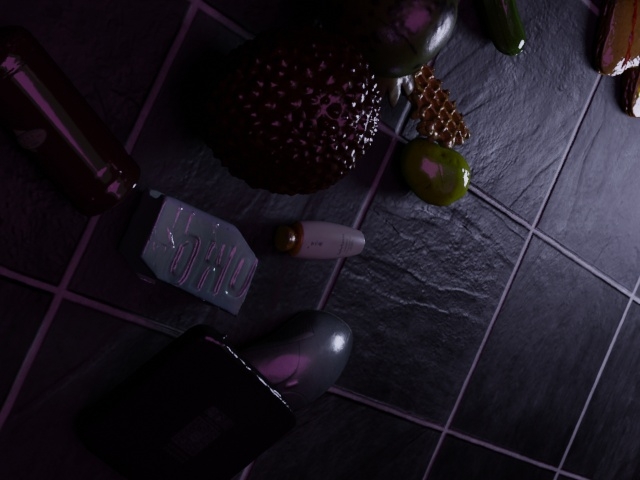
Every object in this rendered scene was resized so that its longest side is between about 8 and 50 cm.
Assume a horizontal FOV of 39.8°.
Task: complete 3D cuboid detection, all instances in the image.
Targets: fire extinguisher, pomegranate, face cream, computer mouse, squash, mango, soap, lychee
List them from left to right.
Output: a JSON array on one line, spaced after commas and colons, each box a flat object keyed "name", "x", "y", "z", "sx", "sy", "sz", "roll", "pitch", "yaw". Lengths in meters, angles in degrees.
[{"name": "fire extinguisher", "x": -0.397, "y": -0.181, "z": 1.215, "sx": 0.135, "sy": 0.114, "sz": 0.337, "roll": -39, "pitch": 125, "yaw": -8}, {"name": "soap", "x": -0.204, "y": 0.025, "z": 1.441, "sx": 0.230, "sy": 0.091, "sz": 0.145, "roll": 26, "pitch": 87, "yaw": -39}, {"name": "computer mouse", "x": -0.081, "y": 0.254, "z": 1.609, "sx": 0.379, "sy": 0.090, "sz": 0.167, "roll": -26, "pitch": 116, "yaw": -28}, {"name": "lychee", "x": -0.042, "y": -0.200, "z": 1.387, "sx": 0.304, "sy": 0.276, "sz": 0.275, "roll": 1, "pitch": 103, "yaw": -23}, {"name": "face cream", "x": 0.000, "y": 0.000, "z": 1.619, "sx": 0.182, "sy": 0.051, "sz": 0.072, "roll": 4, "pitch": 104, "yaw": -38}, {"name": "pomegranate", "x": 0.119, "y": -0.352, "z": 1.494, "sx": 0.242, "sy": 0.242, "sz": 0.306, "roll": -31, "pitch": 126, "yaw": -28}, {"name": "mango", "x": 0.221, "y": -0.132, "z": 1.741, "sx": 0.163, "sy": 0.089, "sz": 0.117, "roll": 19, "pitch": 97, "yaw": -28}, {"name": "squash", "x": 0.356, "y": -0.464, "z": 1.756, "sx": 0.077, "sy": 0.068, "sz": 0.219, "roll": -27, "pitch": 120, "yaw": -12}]

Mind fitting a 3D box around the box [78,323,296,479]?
[{"name": "box", "x": -0.215, "y": 0.304, "z": 1.485, "sx": 0.289, "sy": 0.073, "sz": 0.290, "roll": -39, "pitch": 126, "yaw": 1}]

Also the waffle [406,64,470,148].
[{"name": "waffle", "x": 0.221, "y": -0.268, "z": 1.690, "sx": 0.161, "sy": 0.046, "sz": 0.192, "roll": -13, "pitch": 89, "yaw": -48}]

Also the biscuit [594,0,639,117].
[{"name": "biscuit", "x": 0.734, "y": -0.431, "z": 2.075, "sx": 0.277, "sy": 0.052, "sz": 0.262, "roll": 9, "pitch": 97, "yaw": -40}]
